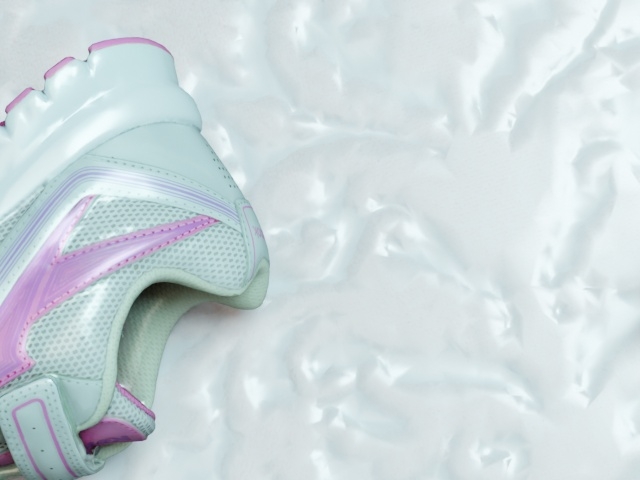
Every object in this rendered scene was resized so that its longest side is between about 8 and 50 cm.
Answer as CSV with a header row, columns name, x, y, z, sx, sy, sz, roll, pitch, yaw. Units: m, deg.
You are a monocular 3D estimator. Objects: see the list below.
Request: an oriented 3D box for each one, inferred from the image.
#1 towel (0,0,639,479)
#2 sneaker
name,x,y,z,sx,sy,sz,roll,pitch,yaw
towel,0.000,0.000,0.774,0.332,0.053,0.317,-18,80,6
sneaker,-0.120,0.047,0.706,0.252,0.103,0.111,-43,78,1
